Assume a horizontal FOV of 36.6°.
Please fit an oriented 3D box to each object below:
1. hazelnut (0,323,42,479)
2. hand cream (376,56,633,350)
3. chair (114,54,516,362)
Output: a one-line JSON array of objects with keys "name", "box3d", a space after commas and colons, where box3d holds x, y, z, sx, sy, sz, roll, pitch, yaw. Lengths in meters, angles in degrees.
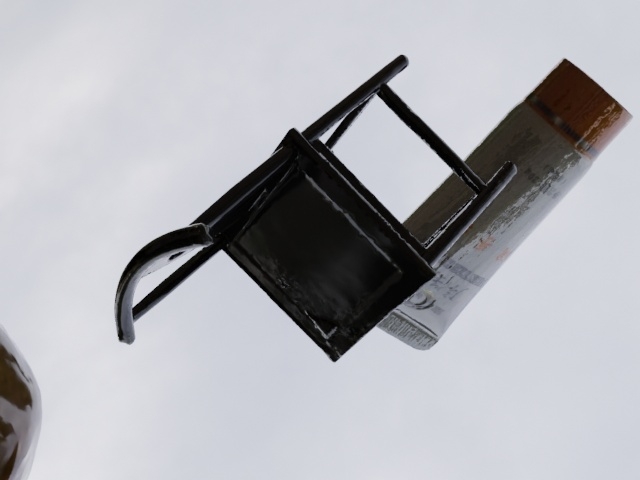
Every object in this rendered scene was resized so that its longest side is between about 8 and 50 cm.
[{"name": "hazelnut", "box3d": [-0.255, 0.104, 0.544, 0.186, 0.210, 0.210, -17, -147, -24]}, {"name": "hand cream", "box3d": [0.148, -0.031, 0.915, 0.314, 0.139, 0.089, -50, -148, 19]}, {"name": "chair", "box3d": [0.000, 0.000, 0.676, 0.260, 0.141, 0.154, -43, 176, -40]}]
